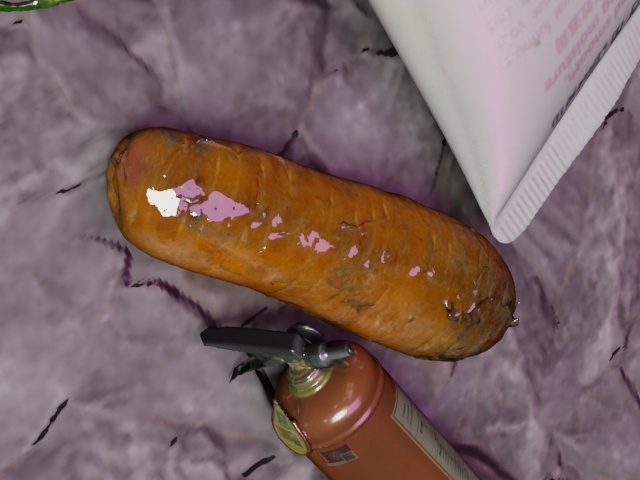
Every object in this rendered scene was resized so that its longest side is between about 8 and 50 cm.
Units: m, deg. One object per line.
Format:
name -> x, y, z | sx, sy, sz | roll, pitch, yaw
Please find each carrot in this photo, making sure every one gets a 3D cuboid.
carrot -> 0.000, 0.000, 0.512 | 0.186, 0.060, 0.060 | 23, 84, -32

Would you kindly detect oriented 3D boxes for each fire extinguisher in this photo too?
fire extinguisher -> 0.022, 0.087, 0.542 | 0.177, 0.062, 0.050 | 50, 44, -33

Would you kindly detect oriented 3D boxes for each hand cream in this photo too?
hand cream -> 0.044, -0.175, 0.495 | 0.185, 0.118, 0.358 | -55, 131, -19

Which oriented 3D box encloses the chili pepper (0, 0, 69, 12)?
chili pepper -> -0.126, -0.111, 0.404 | 0.182, 0.050, 0.073 | 6, 101, -35
